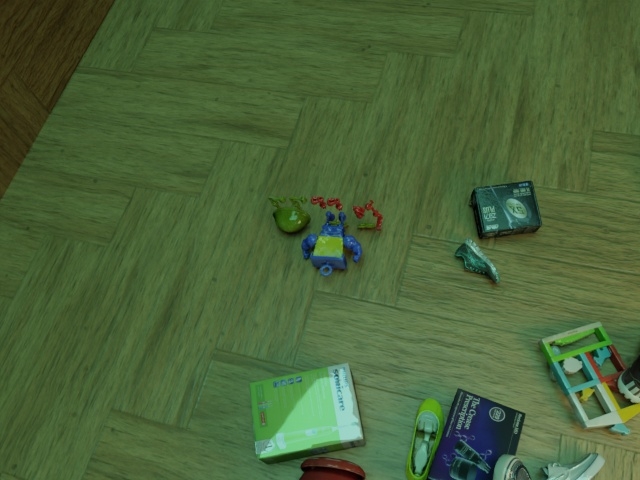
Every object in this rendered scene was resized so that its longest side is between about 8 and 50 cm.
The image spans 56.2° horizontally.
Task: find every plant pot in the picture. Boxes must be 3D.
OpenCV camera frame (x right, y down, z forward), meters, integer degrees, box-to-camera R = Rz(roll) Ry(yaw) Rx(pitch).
[{"bbox_3d":[0.018,0.645,1.503,0.191,0.191,0.174,2,59,10],"label":"plant pot"}]

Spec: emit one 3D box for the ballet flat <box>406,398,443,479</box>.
[{"bbox_3d":[0.278,0.526,1.584,0.077,0.077,0.231,12,65,16],"label":"ballet flat"}]

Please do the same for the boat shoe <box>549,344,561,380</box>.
[{"bbox_3d":[0.644,0.334,1.646,0.035,0.035,0.100,7,65,13],"label":"boat shoe"}]

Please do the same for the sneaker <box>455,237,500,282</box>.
[{"bbox_3d":[0.471,0.073,1.805,0.076,0.065,0.166,-40,59,7],"label":"sneaker"}]

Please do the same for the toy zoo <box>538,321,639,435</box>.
[{"bbox_3d":[0.732,0.373,1.592,0.192,0.030,0.293,-14,61,-13],"label":"toy zoo"}]

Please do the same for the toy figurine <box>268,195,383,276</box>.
[{"bbox_3d":[0.000,0.000,1.846,0.362,0.191,0.217,4,69,12],"label":"toy figurine"}]

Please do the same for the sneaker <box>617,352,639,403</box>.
[{"bbox_3d":[0.891,0.293,1.539,0.106,0.162,0.281,38,64,18],"label":"sneaker"}]

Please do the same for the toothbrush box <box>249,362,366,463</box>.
[{"bbox_3d":[-0.036,0.474,1.637,0.283,0.122,0.206,-13,61,3],"label":"toothbrush box"}]

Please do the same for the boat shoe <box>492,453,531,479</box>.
[{"bbox_3d":[0.506,0.645,1.350,0.158,0.340,0.127,-4,21,47],"label":"boat shoe"}]

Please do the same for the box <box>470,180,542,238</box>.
[{"bbox_3d":[0.566,-0.093,1.837,0.180,0.077,0.147,-7,74,3],"label":"box"}]

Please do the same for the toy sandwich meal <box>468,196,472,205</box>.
[{"bbox_3d":[0.517,-0.123,1.906,0.085,0.029,0.085,-4,63,7],"label":"toy sandwich meal"}]

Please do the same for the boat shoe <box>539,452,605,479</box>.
[{"bbox_3d":[0.586,0.595,1.489,0.258,0.095,0.084,-33,67,-9],"label":"boat shoe"}]

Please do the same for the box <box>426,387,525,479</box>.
[{"bbox_3d":[0.392,0.534,1.515,0.184,0.103,0.261,19,52,15],"label":"box"}]
